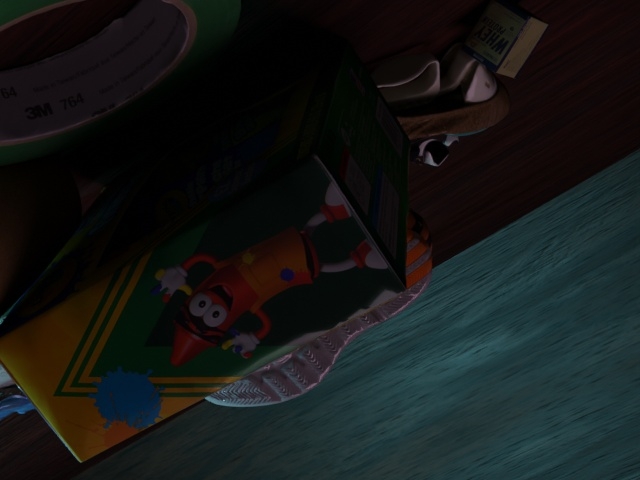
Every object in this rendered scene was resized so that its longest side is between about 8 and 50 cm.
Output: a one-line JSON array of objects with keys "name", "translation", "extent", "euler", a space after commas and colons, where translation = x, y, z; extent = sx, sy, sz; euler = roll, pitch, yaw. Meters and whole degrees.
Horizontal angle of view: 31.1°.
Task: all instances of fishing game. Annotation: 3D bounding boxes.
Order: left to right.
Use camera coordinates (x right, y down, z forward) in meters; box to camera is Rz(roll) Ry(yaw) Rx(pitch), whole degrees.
[{"name": "fishing game", "translation": [-0.476, 0.237, 1.639], "extent": [0.264, 0.041, 0.189], "euler": [-21, 168, 27]}]

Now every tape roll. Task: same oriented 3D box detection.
[{"name": "tape roll", "translation": [-0.227, -0.169, 0.957], "extent": [0.321, 0.077, 0.321], "euler": [-25, 168, -6]}]

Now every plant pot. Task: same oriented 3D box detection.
[{"name": "plant pot", "translation": [-0.366, -0.005, 1.103], "extent": [0.254, 0.237, 0.237], "euler": [-36, 176, -39]}]

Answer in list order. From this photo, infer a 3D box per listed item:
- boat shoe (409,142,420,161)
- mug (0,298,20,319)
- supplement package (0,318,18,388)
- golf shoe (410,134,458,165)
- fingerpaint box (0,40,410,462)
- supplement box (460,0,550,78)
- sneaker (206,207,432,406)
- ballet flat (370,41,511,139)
[{"name": "boat shoe", "translation": [0.001, -0.105, 1.625], "extent": [0.340, 0.127, 0.158], "euler": [-13, 150, -54]}, {"name": "mug", "translation": [-0.409, 0.039, 1.408], "extent": [0.129, 0.097, 0.158], "euler": [-34, 166, 33]}, {"name": "supplement package", "translation": [-0.384, 0.095, 1.564], "extent": [0.203, 0.149, 0.194], "euler": [-28, 168, 12]}, {"name": "golf shoe", "translation": [0.141, -0.143, 1.751], "extent": [0.077, 0.094, 0.198], "euler": [-20, 168, -29]}, {"name": "fingerpaint box", "translation": [-0.101, -0.014, 1.229], "extent": [0.371, 0.163, 0.445], "euler": [-29, -163, 16]}, {"name": "supplement box", "translation": [0.237, -0.260, 1.468], "extent": [0.083, 0.056, 0.083], "euler": [-3, 128, -60]}, {"name": "sneaker", "translation": [-0.007, 0.068, 1.331], "extent": [0.321, 0.124, 0.180], "euler": [-30, -164, 12]}, {"name": "ballet flat", "translation": [0.144, -0.202, 1.535], "extent": [0.342, 0.116, 0.124], "euler": [-13, 144, -31]}]
